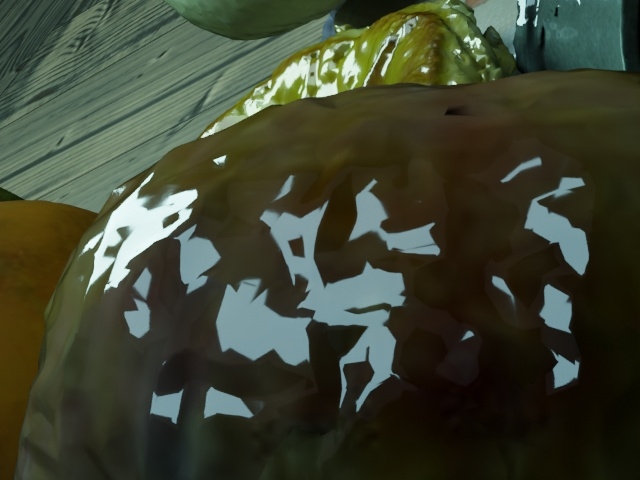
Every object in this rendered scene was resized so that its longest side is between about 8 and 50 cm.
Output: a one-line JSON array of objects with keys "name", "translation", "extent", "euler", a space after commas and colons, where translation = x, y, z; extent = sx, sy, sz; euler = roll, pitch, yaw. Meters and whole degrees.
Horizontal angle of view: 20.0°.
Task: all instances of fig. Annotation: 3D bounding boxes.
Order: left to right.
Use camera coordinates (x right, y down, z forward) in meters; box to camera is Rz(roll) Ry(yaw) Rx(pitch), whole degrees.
[{"name": "fig", "translation": [0.046, 0.146, 0.489], "extent": [0.286, 0.286, 0.368], "euler": [-14, 64, 51]}]

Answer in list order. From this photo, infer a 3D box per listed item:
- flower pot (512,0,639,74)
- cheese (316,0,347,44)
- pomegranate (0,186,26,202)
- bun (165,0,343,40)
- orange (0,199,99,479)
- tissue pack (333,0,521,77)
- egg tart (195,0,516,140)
[{"name": "flower pot", "translation": [0.178, -0.162, 0.864], "extent": [0.108, 0.103, 0.229], "euler": [10, 81, 67]}, {"name": "cheese", "translation": [0.079, -0.220, 1.333], "extent": [0.244, 0.052, 0.135], "euler": [-49, 22, -24]}, {"name": "pomegranate", "translation": [-0.261, 0.065, 1.214], "extent": [0.187, 0.187, 0.225], "euler": [-6, 69, 57]}, {"name": "bun", "translation": [0.012, -0.300, 1.208], "extent": [0.361, 0.213, 0.361], "euler": [-39, 12, 10]}, {"name": "orange", "translation": [-0.129, 0.123, 0.706], "extent": [0.284, 0.284, 0.226], "euler": [-44, 63, -8]}, {"name": "tissue pack", "translation": [0.122, -0.153, 1.095], "extent": [0.170, 0.071, 0.325], "euler": [-44, 20, -2]}, {"name": "egg tart", "translation": [0.000, 0.000, 0.940], "extent": [0.295, 0.116, 0.295], "euler": [-39, 23, 19]}]
